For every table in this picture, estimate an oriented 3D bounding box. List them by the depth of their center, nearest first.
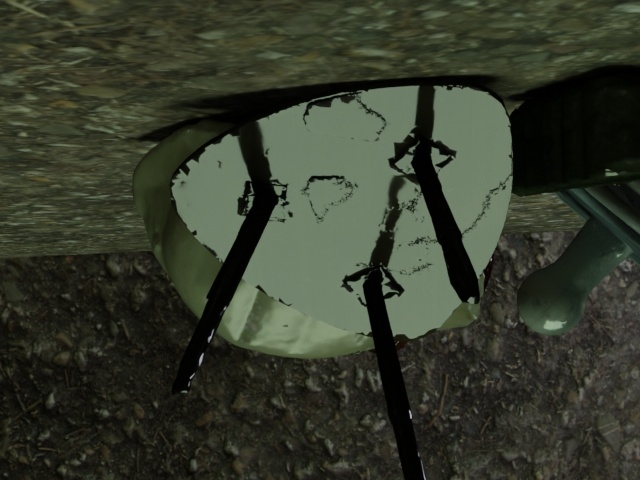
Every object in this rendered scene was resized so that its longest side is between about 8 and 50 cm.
[{"bbox_3d":[0.012,0.051,1.017,0.317,0.317,0.249,-3,-140,4],"label":"table"}]

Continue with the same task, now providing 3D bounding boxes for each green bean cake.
[{"bbox_3d":[0.285,-0.094,1.099,0.185,0.094,0.183,-2,176,-22],"label":"green bean cake"}]

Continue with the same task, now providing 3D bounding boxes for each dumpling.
[{"bbox_3d":[0.000,0.000,1.235,0.395,0.233,0.315,30,154,-12],"label":"dumpling"}]

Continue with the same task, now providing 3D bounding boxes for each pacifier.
[{"bbox_3d":[0.333,0.020,1.485,0.299,0.233,0.244,42,-172,19],"label":"pacifier"}]

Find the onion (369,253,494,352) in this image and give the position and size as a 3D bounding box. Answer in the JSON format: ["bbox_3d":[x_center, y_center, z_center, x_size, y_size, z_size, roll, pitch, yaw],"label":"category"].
[{"bbox_3d":[0.086,0.018,1.512,0.276,0.276,0.276,-3,177,0],"label":"onion"}]
